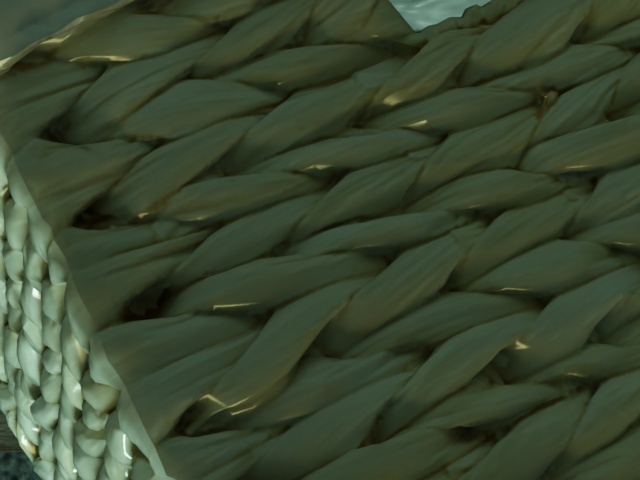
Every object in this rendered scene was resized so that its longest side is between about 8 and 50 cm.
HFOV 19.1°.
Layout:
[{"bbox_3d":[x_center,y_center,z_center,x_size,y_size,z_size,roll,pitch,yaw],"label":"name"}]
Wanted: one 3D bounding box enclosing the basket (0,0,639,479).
[{"bbox_3d":[0.063,0.015,0.626,0.328,0.266,0.331,-25,168,-16],"label":"basket"}]
